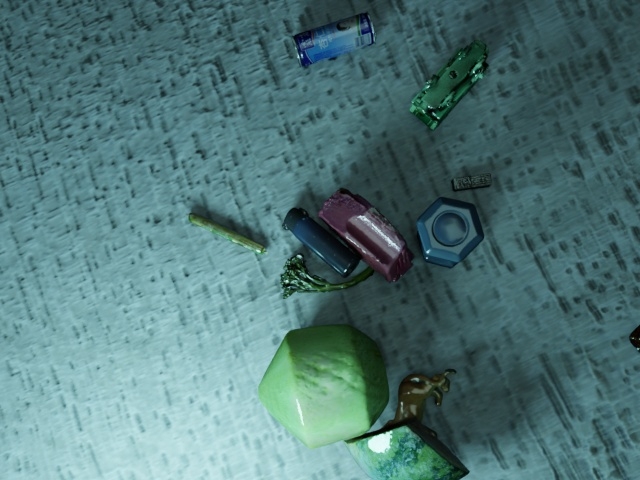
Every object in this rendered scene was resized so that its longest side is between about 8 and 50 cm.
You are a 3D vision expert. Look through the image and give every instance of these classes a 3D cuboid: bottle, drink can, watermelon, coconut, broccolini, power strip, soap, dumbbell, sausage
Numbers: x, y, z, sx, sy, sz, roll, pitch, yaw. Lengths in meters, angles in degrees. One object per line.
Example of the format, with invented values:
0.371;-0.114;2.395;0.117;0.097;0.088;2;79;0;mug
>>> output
0.000;0.000;1.437;0.244;0.072;0.082;39;88;17;bottle
0.039;-0.589;1.514;0.235;0.097;0.097;-18;82;2;drink can
0.197;0.524;1.264;0.260;0.176;0.256;-27;116;7;watermelon
0.002;0.356;1.301;0.328;0.281;0.328;-2;54;2;coconut
0.015;0.086;1.458;0.271;0.062;0.123;-8;87;-5;broccolini
0.431;-0.166;1.471;0.111;0.029;0.038;-9;83;2;power strip
0.128;-0.013;1.394;0.289;0.182;0.112;43;86;2;soap
0.321;-0.011;1.313;0.156;0.316;0.143;-46;79;3;dumbbell
-0.270;-0.021;1.488;0.269;0.033;0.033;25;85;6;sausage

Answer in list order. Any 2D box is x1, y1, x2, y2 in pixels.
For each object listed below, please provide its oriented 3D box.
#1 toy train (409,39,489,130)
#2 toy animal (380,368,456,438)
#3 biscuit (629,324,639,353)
0.368;-0.435;1.446;0.115;0.154;0.269;40;86;8;toy train
0.238;0.467;1.368;0.157;0.097;0.312;16;87;5;toy animal
1.000;0.169;1.377;0.388;0.073;0.107;-45;81;-2;biscuit
